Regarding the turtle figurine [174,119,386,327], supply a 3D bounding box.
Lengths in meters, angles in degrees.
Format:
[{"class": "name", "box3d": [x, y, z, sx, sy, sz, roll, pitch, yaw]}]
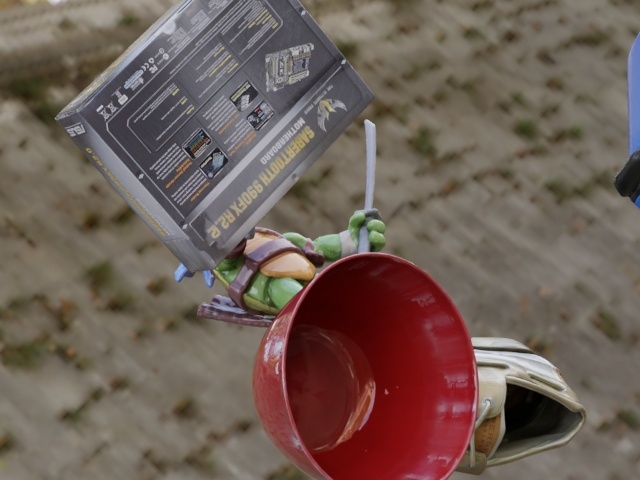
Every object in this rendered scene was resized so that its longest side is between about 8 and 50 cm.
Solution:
[{"class": "turtle figurine", "box3d": [0.000, 0.000, 1.650, 0.275, 0.266, 0.198, -40, -29, -6]}]

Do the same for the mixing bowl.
[{"class": "mixing bowl", "box3d": [0.018, 0.104, 1.244, 0.181, 0.181, 0.098, -35, 13, -37]}]

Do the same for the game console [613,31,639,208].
[{"class": "game console", "box3d": [0.345, -0.132, 1.175, 0.173, 0.250, 0.293, -33, -19, -46]}]

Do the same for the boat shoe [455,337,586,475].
[{"class": "boat shoe", "box3d": [0.119, 0.146, 1.498, 0.302, 0.103, 0.113, -7, -61, -44]}]

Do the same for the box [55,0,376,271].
[{"class": "box", "box3d": [-0.087, -0.116, 1.479, 0.231, 0.183, 0.056, -48, 19, -22]}]
